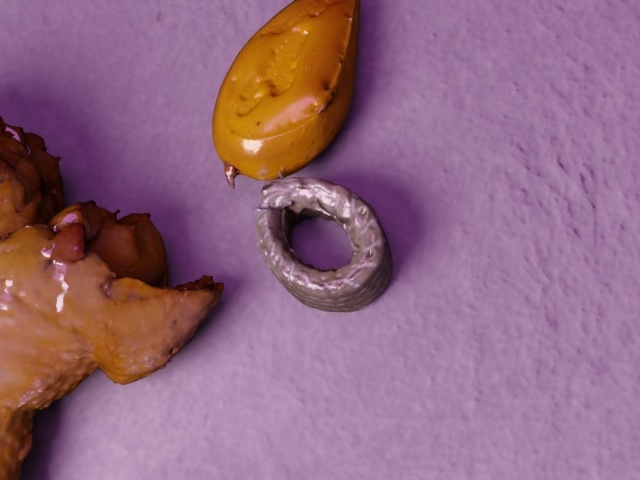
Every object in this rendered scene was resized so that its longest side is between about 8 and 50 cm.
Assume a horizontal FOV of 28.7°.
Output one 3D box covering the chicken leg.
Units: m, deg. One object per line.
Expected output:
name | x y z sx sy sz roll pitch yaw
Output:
chicken leg | -0.214 0.091 0.888 0.295 0.182 0.409 -2 80 -6

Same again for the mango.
mango | -0.022 -0.119 0.955 0.101 0.066 0.187 16 70 24

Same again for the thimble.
thimble | 0.000 0.000 0.912 0.084 0.062 0.110 -41 70 -5
